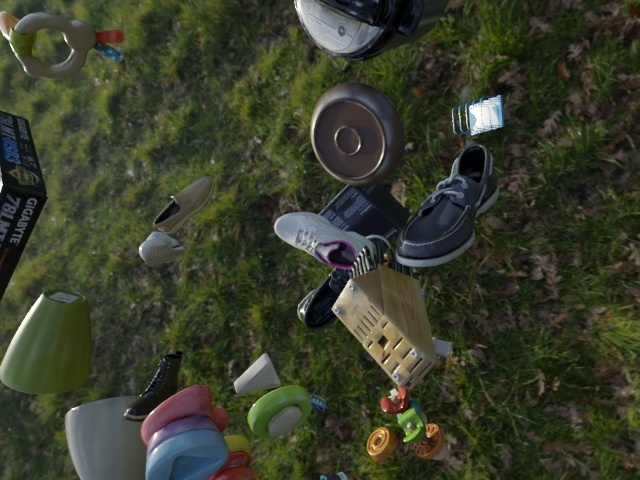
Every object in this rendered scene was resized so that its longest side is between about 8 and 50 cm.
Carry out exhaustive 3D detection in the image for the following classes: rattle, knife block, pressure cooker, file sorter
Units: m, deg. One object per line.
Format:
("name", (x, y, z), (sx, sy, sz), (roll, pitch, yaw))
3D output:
("rattle", (-0.523, -0.418, 0.862), (0.143, 0.199, 0.130), (37, 149, 43))
("knife block", (0.155, 0.124, 0.835), (0.276, 0.242, 0.088), (46, 127, 27))
("pressure cooker", (0.125, -0.716, 1.173), (0.370, 0.420, 0.375), (-4, 115, 45))
("file sorter", (0.613, -0.485, 1.642), (0.170, 0.104, 0.118), (-174, 76, -68))

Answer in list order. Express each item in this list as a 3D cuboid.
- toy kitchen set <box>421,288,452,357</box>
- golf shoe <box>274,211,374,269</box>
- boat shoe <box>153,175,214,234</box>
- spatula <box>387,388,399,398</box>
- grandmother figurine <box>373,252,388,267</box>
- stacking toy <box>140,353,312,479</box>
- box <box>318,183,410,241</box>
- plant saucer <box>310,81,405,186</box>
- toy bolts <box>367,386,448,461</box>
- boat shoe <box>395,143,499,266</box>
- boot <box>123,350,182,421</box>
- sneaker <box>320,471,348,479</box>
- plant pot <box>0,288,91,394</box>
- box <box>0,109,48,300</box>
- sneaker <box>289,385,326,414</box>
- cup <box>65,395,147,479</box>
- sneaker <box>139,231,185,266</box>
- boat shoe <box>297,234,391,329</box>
("toy kitchen set", (0.391, 0.302, 1.514), (0.122, 0.166, 0.207), (92, -167, -65))
("golf shoe", (0.000, 0.000, 1.176), (0.306, 0.140, 0.115), (19, 106, 13))
("boat shoe", (-0.355, -0.098, 1.090), (0.068, 0.072, 0.190), (36, 86, 26))
("spatula", (0.307, 0.644, 1.574), (0.168, 0.019, 0.242), (48, 160, 19))
("grandmother figurine", (0.191, 0.215, 1.273), (0.104, 0.208, 0.342), (-118, 23, -80))
("stacking toy", (-0.141, 0.372, 0.755), (0.279, 0.309, 0.130), (-31, 45, -5))
("box", (0.180, -0.097, 1.962), (0.312, 0.179, 0.343), (44, 129, -4))
("plant saucer", (0.091, -0.295, 1.223), (0.310, 0.050, 0.311), (18, 127, 26))
("toy bolts", (0.268, 0.594, 1.298), (0.218, 0.158, 0.228), (-42, 15, 16))
("boat shoe", (0.134, -0.043, 0.441), (0.075, 0.206, 0.065), (7, 122, 38))
("boot", (-0.432, 0.373, 1.093), (0.198, 0.077, 0.137), (1, -78, -84))
("sneaker", (-0.009, 0.586, 0.931), (0.065, 0.076, 0.166), (24, 80, 55))
("plant pot", (-0.924, 0.331, 1.467), (0.275, 0.275, 0.293), (27, 101, 50))
("box", (-0.607, -0.050, 0.767), (0.295, 0.073, 0.293), (47, 111, 37))
("sneaker", (-0.069, 0.647, 1.695), (0.188, 0.067, 0.078), (19, 99, 22))
("cup", (-0.680, 0.692, 1.408), (0.331, 0.331, 0.237), (-45, 46, 38))
("sneaker", (-0.511, 0.018, 1.306), (0.090, 0.235, 0.095), (-41, 87, -2))
("boat shoe", (0.102, 0.183, 1.715), (0.500, 0.187, 0.156), (-44, 11, 8))
